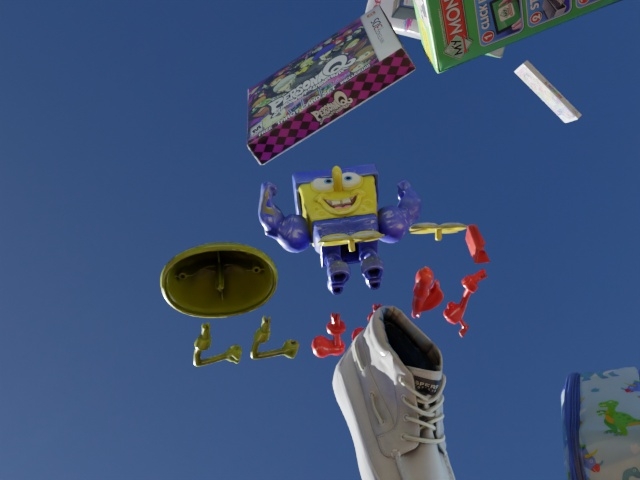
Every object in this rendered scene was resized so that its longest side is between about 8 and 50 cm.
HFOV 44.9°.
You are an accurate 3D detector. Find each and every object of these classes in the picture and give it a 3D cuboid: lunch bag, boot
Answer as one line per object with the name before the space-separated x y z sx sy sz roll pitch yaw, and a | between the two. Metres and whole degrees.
lunch bag | 0.288 0.242 0.740 0.090 0.176 0.219 -10 -74 22
boot | 0.093 0.186 0.817 0.095 0.258 0.123 3 -53 -30

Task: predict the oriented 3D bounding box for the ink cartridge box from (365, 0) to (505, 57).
ink cartridge box | 0.185 -0.375 1.157 0.093 0.212 0.154 0 -70 -48

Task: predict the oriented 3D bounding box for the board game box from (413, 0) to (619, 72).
board game box | 0.164 -0.311 0.639 0.213 0.046 0.317 -21 -43 1

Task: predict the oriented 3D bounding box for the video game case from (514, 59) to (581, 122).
video game case | 0.365 -0.239 1.250 0.122 0.087 0.011 45 -83 0

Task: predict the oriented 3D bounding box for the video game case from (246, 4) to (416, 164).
video game case | 0.004 -0.215 1.047 0.232 0.210 0.042 -30 -62 13

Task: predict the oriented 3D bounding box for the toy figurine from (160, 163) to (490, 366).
toy figurine | 0.000 0.000 0.947 0.362 0.217 0.191 -8 -48 -1
